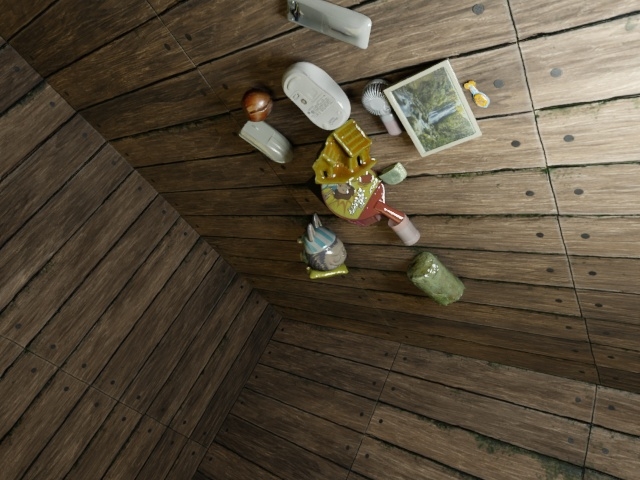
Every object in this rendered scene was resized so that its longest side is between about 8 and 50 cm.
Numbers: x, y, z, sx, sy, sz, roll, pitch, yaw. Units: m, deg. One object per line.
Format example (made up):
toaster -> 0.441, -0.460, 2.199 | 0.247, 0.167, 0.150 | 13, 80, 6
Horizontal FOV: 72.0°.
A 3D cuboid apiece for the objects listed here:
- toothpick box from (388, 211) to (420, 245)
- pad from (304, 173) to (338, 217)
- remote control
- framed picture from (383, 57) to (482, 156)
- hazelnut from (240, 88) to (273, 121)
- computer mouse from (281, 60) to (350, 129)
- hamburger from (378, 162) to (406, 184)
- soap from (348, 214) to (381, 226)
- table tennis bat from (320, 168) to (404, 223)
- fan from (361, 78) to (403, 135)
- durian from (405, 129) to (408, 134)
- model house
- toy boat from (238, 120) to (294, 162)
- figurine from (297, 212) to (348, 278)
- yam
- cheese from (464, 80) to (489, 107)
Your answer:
toothpick box -> 0.415, -0.056, 2.183 | 0.098, 0.098, 0.149 | -6, 136, 48
pad -> 0.038, -0.215, 2.110 | 0.243, 0.004, 0.164 | 46, 151, -8
remote control -> 0.019, -0.737, 1.484 | 0.313, 0.055, 0.109 | 25, 152, 10
framed picture -> 0.400, -0.455, 1.561 | 0.241, 0.020, 0.324 | -16, 130, 31
hazelnut -> -0.275, -0.591, 1.931 | 0.143, 0.143, 0.154 | 25, 159, 10
computer mouse -> -0.014, -0.569, 1.717 | 0.297, 0.121, 0.184 | 34, 140, -16
hamburger -> 0.327, -0.288, 1.939 | 0.084, 0.054, 0.121 | 41, 143, -17
soap -> 0.165, -0.195, 2.165 | 0.325, 0.127, 0.220 | 35, 154, -11
table tennis bat -> 0.195, -0.199, 2.025 | 0.415, 0.268, 0.051 | 30, -171, -3
fan -> 0.244, -0.494, 1.664 | 0.130, 0.074, 0.244 | -6, 142, 31
durian -> 0.382, -0.423, 1.646 | 0.131, 0.066, 0.052 | -2, -174, 7
model house -> 0.088, -0.371, 1.859 | 0.173, 0.268, 0.239 | 38, 157, 30
toy boat -> -0.255, -0.468, 2.103 | 0.269, 0.140, 0.141 | 40, 151, -22
figurine -> 0.000, 0.000, 2.628 | 0.361, 0.267, 0.377 | 33, 132, 57
yam -> 0.607, 0.208, 2.347 | 0.300, 0.195, 0.195 | 39, 151, -19
cheese -> 0.523, -0.485, 1.469 | 0.111, 0.017, 0.047 | 42, 147, -21
